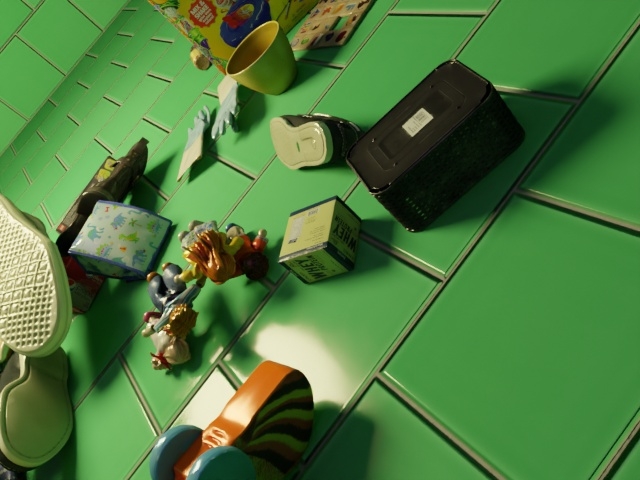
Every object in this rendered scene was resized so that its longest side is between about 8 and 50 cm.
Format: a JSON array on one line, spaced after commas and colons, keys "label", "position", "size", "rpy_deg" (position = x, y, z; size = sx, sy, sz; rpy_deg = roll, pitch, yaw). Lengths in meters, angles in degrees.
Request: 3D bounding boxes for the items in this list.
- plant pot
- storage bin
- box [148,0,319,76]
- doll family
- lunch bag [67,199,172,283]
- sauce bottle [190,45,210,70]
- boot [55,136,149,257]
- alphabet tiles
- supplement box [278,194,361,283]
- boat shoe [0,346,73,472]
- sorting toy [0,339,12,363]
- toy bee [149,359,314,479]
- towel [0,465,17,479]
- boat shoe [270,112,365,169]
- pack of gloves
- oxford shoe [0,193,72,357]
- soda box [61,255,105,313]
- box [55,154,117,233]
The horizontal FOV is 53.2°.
[{"label": "plant pot", "position": [-0.099, -0.334, 1.217], "size": [0.134, 0.095, 0.134], "rpy_deg": [-29, 39, 27]}, {"label": "storage bin", "position": [0.133, -0.114, 0.766], "size": [0.180, 0.084, 0.122], "rpy_deg": [-43, 35, 11]}, {"label": "box", "position": [-0.193, -0.555, 1.369], "size": [0.290, 0.279, 0.177], "rpy_deg": [-42, 35, 11]}, {"label": "doll family", "position": [-0.189, 0.064, 0.919], "size": [0.263, 0.118, 0.163], "rpy_deg": [-49, 35, 0]}, {"label": "lunch bag", "position": [-0.366, 0.005, 1.195], "size": [0.151, 0.096, 0.129], "rpy_deg": [8, 59, 17]}, {"label": "sauce bottle", "position": [-0.309, -0.468, 1.625], "size": [0.042, 0.042, 0.128], "rpy_deg": [-44, 33, 8]}, {"label": "boot", "position": [-0.457, -0.080, 1.385], "size": [0.263, 0.091, 0.229], "rpy_deg": [-48, 14, 35]}, {"label": "alphabet tiles", "position": [0.047, -0.471, 1.265], "size": [0.198, 0.009, 0.237], "rpy_deg": [17, 70, 53]}, {"label": "supplement box", "position": [0.000, 0.000, 0.827], "size": [0.083, 0.056, 0.083], "rpy_deg": [-19, 44, 36]}, {"label": "boat shoe", "position": [-0.493, 0.277, 1.047], "size": [0.113, 0.127, 0.340], "rpy_deg": [-48, 33, 4]}, {"label": "sorting toy", "position": [-0.727, 0.221, 1.439], "size": [0.208, 0.038, 0.193], "rpy_deg": [-34, 37, 29]}, {"label": "toy bee", "position": [-0.115, 0.267, 0.648], "size": [0.298, 0.162, 0.195], "rpy_deg": [-28, 23, -13]}, {"label": "towel", "position": [-0.601, 0.417, 1.044], "size": [0.243, 0.040, 0.336], "rpy_deg": [-30, 42, -4]}, {"label": "boat shoe", "position": [-0.014, -0.157, 0.995], "size": [0.079, 0.084, 0.233], "rpy_deg": [-18, 18, -24]}, {"label": "pack of gloves", "position": [-0.214, -0.239, 1.319], "size": [0.195, 0.046, 0.232], "rpy_deg": [-44, 30, 28]}, {"label": "oxford shoe", "position": [-0.543, 0.055, 1.180], "size": [0.169, 0.130, 0.449], "rpy_deg": [-46, 50, -5]}, {"label": "soda box", "position": [-0.556, 0.096, 1.323], "size": [0.263, 0.083, 0.092], "rpy_deg": [-6, 54, 43]}, {"label": "box", "position": [-0.527, -0.090, 1.467], "size": [0.207, 0.036, 0.114], "rpy_deg": [-59, 8, -14]}]
